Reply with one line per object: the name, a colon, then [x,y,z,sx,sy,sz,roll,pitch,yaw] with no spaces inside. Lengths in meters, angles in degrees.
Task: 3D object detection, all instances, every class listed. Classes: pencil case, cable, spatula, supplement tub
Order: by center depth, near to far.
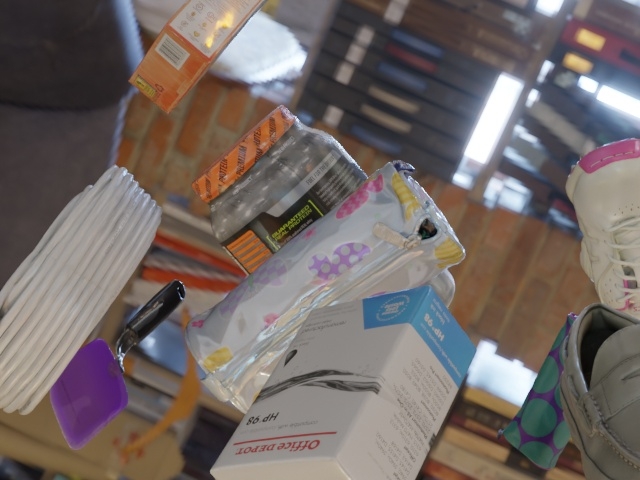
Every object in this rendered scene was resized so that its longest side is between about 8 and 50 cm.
pencil case: [0.005,0.048,1.155,0.273,0.113,0.124,-37,-155,7]
cable: [-0.247,0.046,1.184,0.257,0.089,0.257,-53,-171,-6]
pencil case: [0.240,0.149,1.229,0.152,0.064,0.070,-63,180,13]
spatula: [-0.201,0.108,1.286,0.296,0.030,0.084,-58,132,-63]
supplement tub: [0.000,0.000,1.513,0.193,0.316,0.193,-40,-172,7]

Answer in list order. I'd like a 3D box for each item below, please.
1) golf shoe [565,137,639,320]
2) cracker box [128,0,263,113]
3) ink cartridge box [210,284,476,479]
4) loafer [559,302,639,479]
golf shoe: [0.336,0.005,1.310,0.306,0.115,0.140,57,18,-58]
cracker box: [-0.110,-0.268,1.409,0.232,0.067,0.155,-53,-171,-28]
ink cartridge box: [0.009,0.113,0.732,0.104,0.060,0.180,-15,-149,41]
loafer: [0.225,0.115,0.855,0.319,0.112,0.111,-119,-161,-83]
